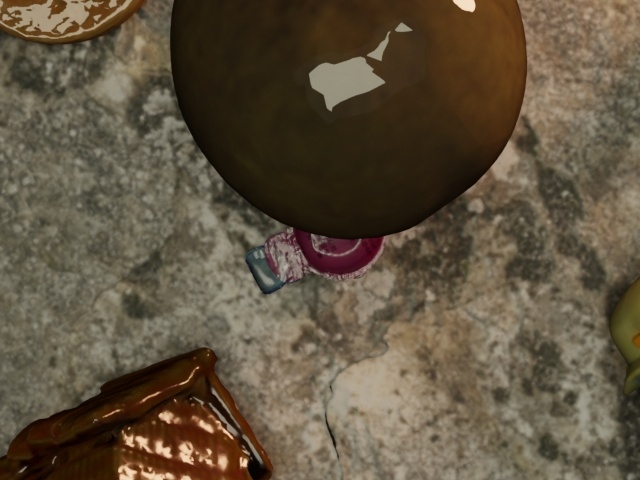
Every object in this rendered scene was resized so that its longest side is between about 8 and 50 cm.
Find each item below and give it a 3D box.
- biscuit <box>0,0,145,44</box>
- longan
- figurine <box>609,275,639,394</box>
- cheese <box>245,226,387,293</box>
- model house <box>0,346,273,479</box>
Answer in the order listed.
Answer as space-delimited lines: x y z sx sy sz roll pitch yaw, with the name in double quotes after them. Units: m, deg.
-0.249 -0.360 1.462 0.275 0.052 0.355 -7 91 1 "biscuit"
0.021 -0.159 1.328 0.319 0.319 0.319 0 89 3 "longan"
0.379 0.113 1.392 0.262 0.154 0.180 23 81 -14 "figurine"
0.000 0.000 1.452 0.145 0.038 0.095 -28 87 8 "cheese"
-0.175 0.222 1.402 0.199 0.219 0.229 -29 44 34 "model house"
